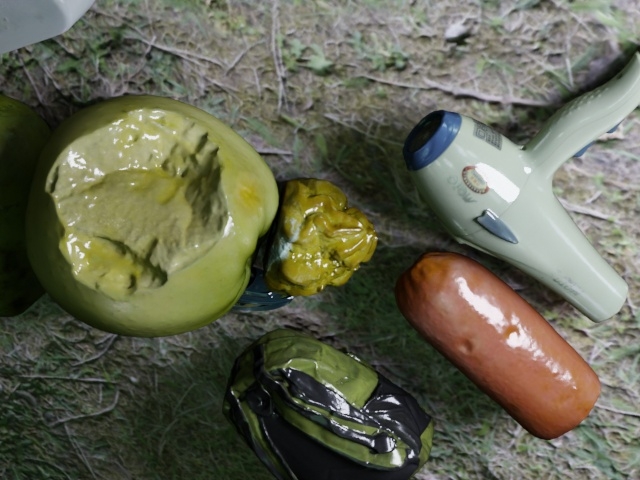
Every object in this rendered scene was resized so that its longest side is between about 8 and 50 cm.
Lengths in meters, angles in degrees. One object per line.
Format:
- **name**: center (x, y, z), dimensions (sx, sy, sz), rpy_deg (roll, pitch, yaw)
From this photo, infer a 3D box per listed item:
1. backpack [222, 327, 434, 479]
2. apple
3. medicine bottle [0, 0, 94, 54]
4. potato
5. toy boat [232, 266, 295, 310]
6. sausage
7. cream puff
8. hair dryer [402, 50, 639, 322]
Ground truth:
- **backpack**: center (-0.001, 0.224, 1.714), dimensions (0.253, 0.140, 0.207), rpy_deg (39, 127, -13)
- **apple**: center (-0.190, -0.021, 1.541), dimensions (0.279, 0.279, 0.279), rpy_deg (11, 128, 15)
- **medicine bottle**: center (-0.338, -0.290, 1.503), dimensions (0.296, 0.111, 0.161), rpy_deg (-13, 120, 32)
- **potato**: center (-0.394, -0.041, 1.647), dimensions (0.216, 0.216, 0.304), rpy_deg (12, 140, 15)
- **toy boat**: center (-0.092, 0.055, 1.684), dimensions (0.141, 0.055, 0.060), rpy_deg (10, 134, 17)
- **sausage**: center (0.194, 0.109, 1.570), dimensions (0.259, 0.113, 0.113), rpy_deg (43, 129, -12)
- **cream puff**: center (0.000, 0.000, 1.564), dimensions (0.116, 0.146, 0.146), rpy_deg (11, 129, -5)
- **hair dryer**: center (0.269, -0.042, 1.450), dimensions (0.298, 0.119, 0.296), rpy_deg (-19, 122, 18)
